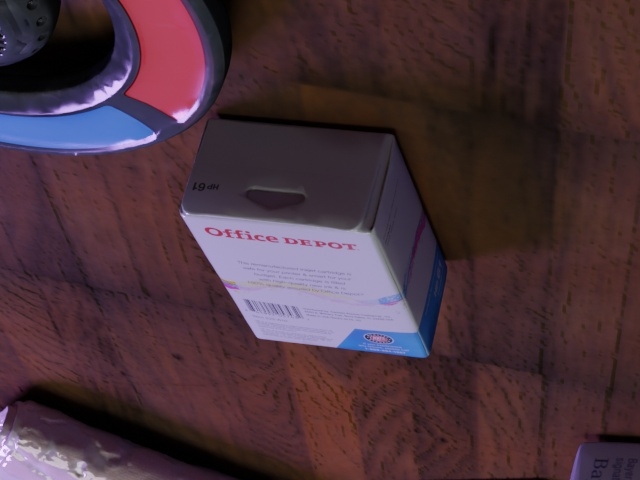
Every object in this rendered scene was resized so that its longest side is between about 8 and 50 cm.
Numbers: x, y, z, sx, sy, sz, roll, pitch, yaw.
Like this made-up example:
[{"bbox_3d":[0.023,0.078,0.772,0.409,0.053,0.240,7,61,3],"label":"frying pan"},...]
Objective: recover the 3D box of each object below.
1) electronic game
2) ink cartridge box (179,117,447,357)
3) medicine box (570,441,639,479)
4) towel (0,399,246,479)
[{"bbox_3d":[-0.145,-0.098,0.730,0.229,0.048,0.229,13,154,6],"label":"electronic game"},{"bbox_3d":[0.000,0.000,0.842,0.088,0.052,0.122,6,154,19],"label":"ink cartridge box"},{"bbox_3d":[0.301,0.232,1.032,0.289,0.149,0.263,0,151,31],"label":"medicine box"},{"bbox_3d":[-0.104,0.221,1.351,0.332,0.053,0.317,23,155,-14],"label":"towel"}]
